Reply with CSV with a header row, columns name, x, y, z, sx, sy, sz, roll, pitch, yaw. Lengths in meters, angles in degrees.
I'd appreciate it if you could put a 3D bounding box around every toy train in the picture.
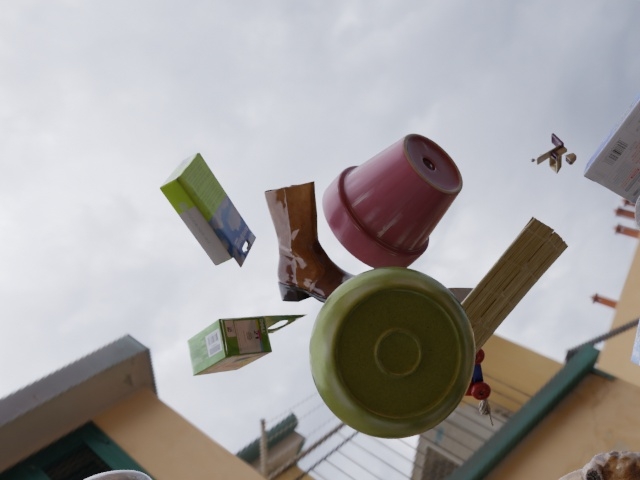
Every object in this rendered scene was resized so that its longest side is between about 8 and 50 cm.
name,x,y,z,sx,sy,sz,roll,pitch,yaw
toy train,0.288,0.316,1.572,0.143,0.105,0.248,-12,-70,4

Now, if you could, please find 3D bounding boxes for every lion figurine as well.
name,x,y,z,sx,sy,sz,roll,pitch,yaw
lion figurine,0.494,0.527,1.462,0.240,0.392,0.142,14,-125,-63

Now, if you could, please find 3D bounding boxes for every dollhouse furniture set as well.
name,x,y,z,sx,sy,sz,roll,pitch,yaw
dollhouse furniture set,0.550,-0.175,1.737,0.081,0.091,0.114,-32,-34,-2

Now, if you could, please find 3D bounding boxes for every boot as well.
name,x,y,z,sx,sy,sz,roll,pitch,yaw
boot,0.000,0.000,1.701,0.096,0.264,0.280,-15,-79,-51

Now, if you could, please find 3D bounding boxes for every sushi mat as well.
name,x,y,z,sx,sy,sz,roll,pitch,yaw
sushi mat,0.327,0.102,1.349,0.151,0.019,0.316,31,-79,-43

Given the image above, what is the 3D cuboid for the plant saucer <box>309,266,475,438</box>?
name,x,y,z,sx,sy,sz,roll,pitch,yaw
plant saucer,0.105,0.155,1.009,0.241,0.037,0.241,1,-96,-8

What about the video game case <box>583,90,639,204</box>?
name,x,y,z,sx,sy,sz,roll,pitch,yaw
video game case,0.646,-0.165,1.276,0.061,0.244,0.269,-49,-12,-53

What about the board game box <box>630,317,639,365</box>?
name,x,y,z,sx,sy,sz,roll,pitch,yaw
board game box,0.621,0.195,1.386,0.090,0.020,0.090,10,-89,-82

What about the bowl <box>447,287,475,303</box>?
name,x,y,z,sx,sy,sz,roll,pitch,yaw
bowl,0.386,0.183,2.186,0.142,0.142,0.053,5,-110,-36

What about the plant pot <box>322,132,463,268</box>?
name,x,y,z,sx,sy,sz,roll,pitch,yaw
plant pot,0.134,-0.074,1.232,0.201,0.201,0.180,-4,-32,-46

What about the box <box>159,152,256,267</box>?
name,x,y,z,sx,sy,sz,roll,pitch,yaw
box,-0.179,-0.044,1.187,0.178,0.042,0.109,58,-156,-20

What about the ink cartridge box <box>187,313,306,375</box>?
name,x,y,z,sx,sy,sz,roll,pitch,yaw
ink cartridge box,-0.173,0.256,1.811,0.255,0.189,0.097,0,-112,-36

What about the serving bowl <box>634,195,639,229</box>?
name,x,y,z,sx,sy,sz,roll,pitch,yaw
serving bowl,0.573,-0.048,1.236,0.027,0.083,0.083,-1,-70,-15

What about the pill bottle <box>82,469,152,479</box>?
name,x,y,z,sx,sy,sz,roll,pitch,yaw
pill bottle,-0.478,0.779,1.724,0.229,0.408,0.229,-12,-42,-11
